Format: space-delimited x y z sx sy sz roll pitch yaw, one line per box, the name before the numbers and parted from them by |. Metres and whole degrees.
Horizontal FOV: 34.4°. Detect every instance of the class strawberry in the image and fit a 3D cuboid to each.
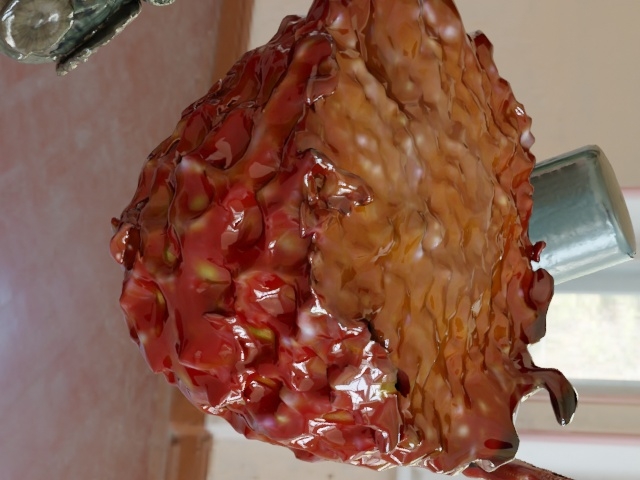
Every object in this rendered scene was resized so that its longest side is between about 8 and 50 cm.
strawberry | 0.000 0.000 0.473 0.234 0.178 0.233 18 69 -55

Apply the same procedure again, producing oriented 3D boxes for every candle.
candle | 0.285 0.302 1.231 0.051 0.329 0.048 -18 112 -44

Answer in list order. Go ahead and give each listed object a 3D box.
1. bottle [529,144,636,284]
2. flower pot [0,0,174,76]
bottle | 0.066 0.019 0.706 0.082 0.286 0.082 47 32 -43
flower pot | -0.288 -0.334 1.118 0.302 0.213 0.301 158 -90 -89
